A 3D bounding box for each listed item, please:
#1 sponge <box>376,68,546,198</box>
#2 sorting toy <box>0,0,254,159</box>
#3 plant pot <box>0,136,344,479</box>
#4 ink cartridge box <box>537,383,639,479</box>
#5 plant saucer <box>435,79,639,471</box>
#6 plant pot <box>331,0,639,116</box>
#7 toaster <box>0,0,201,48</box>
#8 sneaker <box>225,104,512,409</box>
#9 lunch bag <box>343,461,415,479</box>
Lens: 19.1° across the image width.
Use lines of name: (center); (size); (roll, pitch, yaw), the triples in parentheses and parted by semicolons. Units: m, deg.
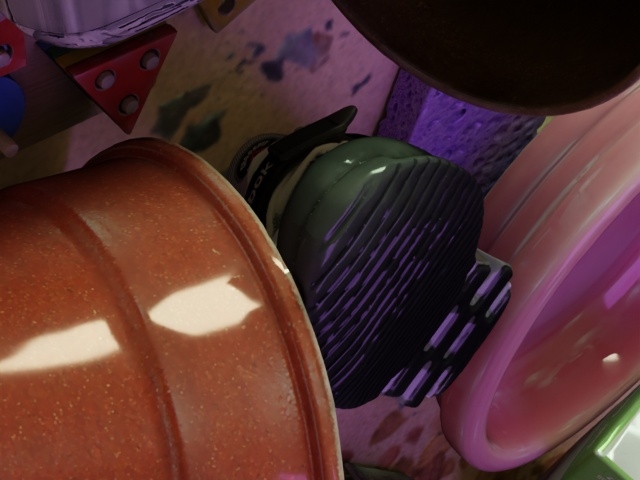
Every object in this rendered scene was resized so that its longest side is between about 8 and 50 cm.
sponge: (0.091, -0.088, 1.096); (0.117, 0.031, 0.210); (-10, 133, -42)
sorting toy: (-0.114, -0.091, 0.843); (0.274, 0.046, 0.132); (-28, 143, -28)
plant pot: (-0.174, 0.105, 0.808); (0.265, 0.272, 0.272); (-9, 132, -33)
ink cartridge box: (0.243, 0.239, 1.393); (0.119, 0.207, 0.353); (-45, 174, -28)
plant saucer: (0.185, 0.000, 1.217); (0.332, 0.084, 0.332); (-37, 155, -21)
plant pot: (0.128, -0.208, 0.882); (0.230, 0.215, 0.215); (-43, 151, -36)
toaster: (-0.067, -0.179, 0.733); (0.227, 0.129, 0.146); (-34, 149, -26)
sneaker: (0.000, 0.000, 0.937); (0.122, 0.146, 0.330); (-52, 166, -4)
lunch bag: (0.042, 0.270, 1.229); (0.287, 0.235, 0.169); (-18, 134, -38)
